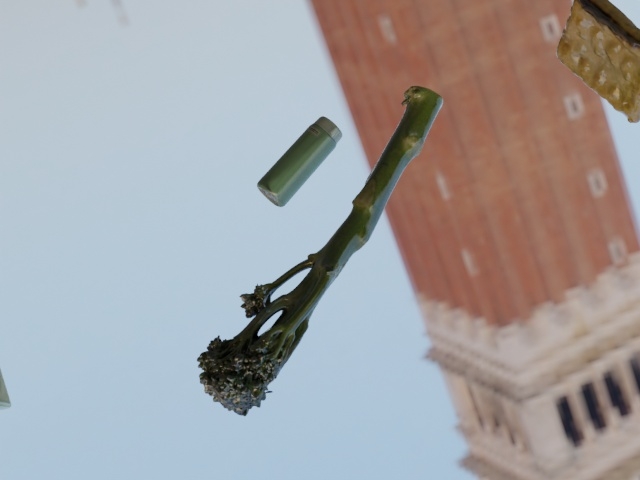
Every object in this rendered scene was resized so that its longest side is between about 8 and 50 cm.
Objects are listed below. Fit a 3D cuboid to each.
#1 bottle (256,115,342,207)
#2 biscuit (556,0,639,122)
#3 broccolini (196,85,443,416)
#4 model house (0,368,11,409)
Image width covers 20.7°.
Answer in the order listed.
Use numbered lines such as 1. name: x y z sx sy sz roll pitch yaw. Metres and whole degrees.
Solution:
1. bottle: -0.017 -0.067 1.487 0.083 0.030 0.030 -48 -154 -11
2. biscuit: 0.205 -0.131 1.241 0.018 0.081 0.083 -35 -113 -25
3. broccolini: 0.000 -0.003 1.665 0.392 0.074 0.079 -59 -166 -29
4. model house: -0.403 0.135 1.738 0.149 0.127 0.100 -26 162 15
